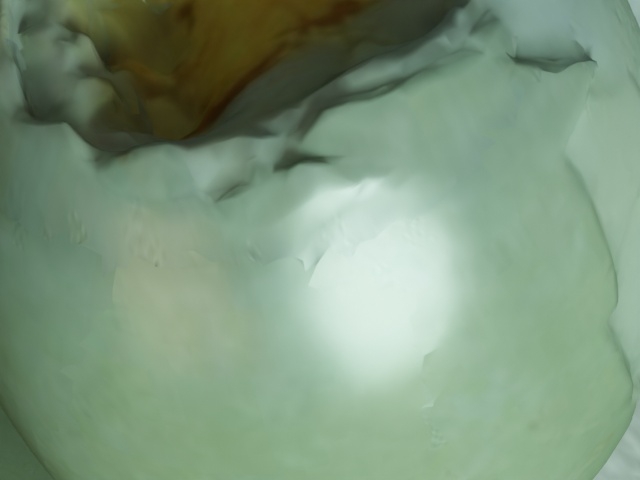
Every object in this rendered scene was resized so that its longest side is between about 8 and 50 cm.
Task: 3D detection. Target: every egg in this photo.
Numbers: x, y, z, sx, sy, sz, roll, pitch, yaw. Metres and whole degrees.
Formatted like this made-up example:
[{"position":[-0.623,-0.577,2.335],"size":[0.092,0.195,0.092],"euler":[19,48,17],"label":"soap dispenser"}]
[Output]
[{"position":[0.000,0.000,0.480],"size":[0.183,0.183,0.217],"euler":[22,152,23],"label":"egg"}]

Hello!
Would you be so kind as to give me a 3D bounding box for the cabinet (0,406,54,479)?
[{"position":[-0.182,0.211,0.835],"size":[0.290,0.227,0.318],"euler":[16,146,8],"label":"cabinet"}]
